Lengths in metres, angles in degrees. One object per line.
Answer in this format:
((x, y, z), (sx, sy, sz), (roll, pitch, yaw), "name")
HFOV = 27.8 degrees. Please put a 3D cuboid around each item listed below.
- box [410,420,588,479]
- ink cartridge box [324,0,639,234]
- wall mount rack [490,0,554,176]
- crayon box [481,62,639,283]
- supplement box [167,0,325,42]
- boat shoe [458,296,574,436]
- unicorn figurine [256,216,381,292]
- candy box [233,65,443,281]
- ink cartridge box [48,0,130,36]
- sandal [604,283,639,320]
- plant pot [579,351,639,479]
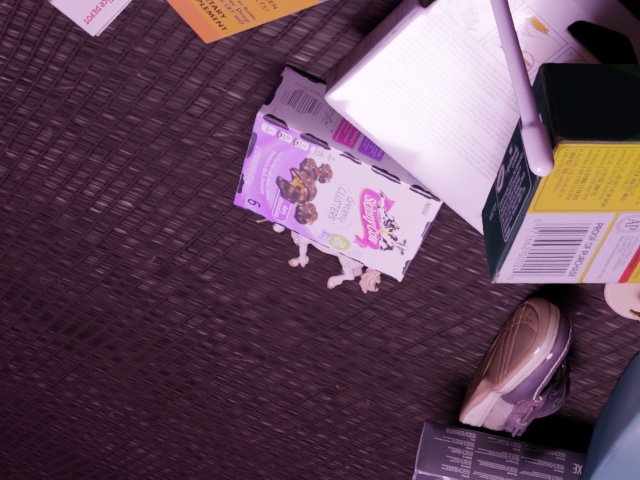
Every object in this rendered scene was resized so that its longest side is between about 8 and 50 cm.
((0.254, 0.339, 1.549), (0.307, 0.076, 0.242), (12, 140, 5), "box")
((0.181, -0.122, 1.111), (0.275, 0.060, 0.239), (39, 121, -18), "ink cartridge box")
((0.167, -0.225, 0.837), (0.350, 0.130, 0.304), (-22, 115, 36), "wall mount rack")
((0.307, -0.046, 1.030), (0.318, 0.081, 0.202), (1, 147, -8), "crayon box")
((-0.027, -0.240, 1.069), (0.233, 0.080, 0.078), (-13, 131, 41), "supplement box")
((0.231, 0.148, 1.419), (0.092, 0.103, 0.285), (21, 151, -1), "boat shoe")
((0.000, 0.000, 1.416), (0.162, 0.060, 0.111), (13, 148, -10), "unicorn figurine")
((0.025, -0.062, 1.288), (0.196, 0.070, 0.165), (25, 147, 3), "candy box")
((-0.231, -0.267, 1.193), (0.135, 0.056, 0.099), (38, 146, -17), "ink cartridge box")
((0.350, 0.057, 1.220), (0.088, 0.079, 0.240), (39, 145, -19), "sandal")
((0.378, 0.214, 1.352), (0.165, 0.165, 0.234), (19, 141, 11), "plant pot")
